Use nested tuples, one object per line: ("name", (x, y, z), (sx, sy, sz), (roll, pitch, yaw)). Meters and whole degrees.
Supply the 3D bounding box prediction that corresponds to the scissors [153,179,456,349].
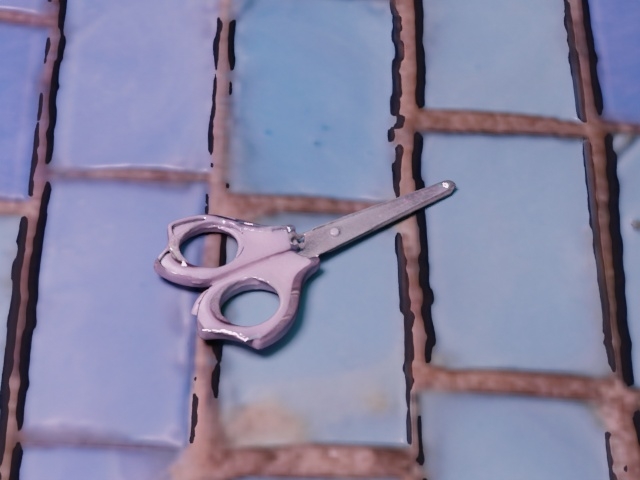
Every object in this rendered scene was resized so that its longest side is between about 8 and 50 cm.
("scissors", (0.000, 0.000, 1.116), (0.189, 0.015, 0.100), (-23, 55, -24))
